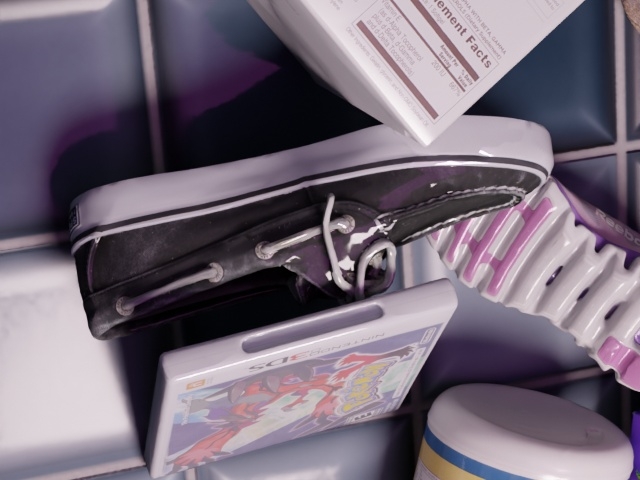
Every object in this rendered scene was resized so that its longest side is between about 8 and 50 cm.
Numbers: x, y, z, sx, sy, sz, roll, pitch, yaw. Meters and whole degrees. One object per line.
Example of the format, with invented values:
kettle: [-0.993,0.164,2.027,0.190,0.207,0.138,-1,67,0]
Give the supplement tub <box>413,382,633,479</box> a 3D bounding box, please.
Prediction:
supplement tub: [0.126,0.213,1.163,0.144,0.144,0.200,8,103,-21]

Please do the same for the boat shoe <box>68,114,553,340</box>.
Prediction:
boat shoe: [0.000,-0.001,1.039,0.306,0.113,0.105,-10,73,-6]

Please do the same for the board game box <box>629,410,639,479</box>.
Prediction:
board game box: [0.374,0.224,1.246,0.347,0.078,0.233,-6,107,-32]

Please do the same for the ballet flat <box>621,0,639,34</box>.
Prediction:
ballet flat: [0.221,-0.268,1.079,0.107,0.106,0.316,-28,112,-10]

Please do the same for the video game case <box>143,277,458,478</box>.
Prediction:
video game case: [-0.018,0.092,1.068,0.183,0.201,0.023,-14,69,-15]

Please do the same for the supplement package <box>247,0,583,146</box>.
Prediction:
supplement package: [0.000,-0.213,0.965,0.145,0.204,0.262,-42,114,-3]

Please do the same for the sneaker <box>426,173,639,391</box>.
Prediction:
sneaker: [0.166,0.006,1.152,0.236,0.104,0.095,37,112,-2]
